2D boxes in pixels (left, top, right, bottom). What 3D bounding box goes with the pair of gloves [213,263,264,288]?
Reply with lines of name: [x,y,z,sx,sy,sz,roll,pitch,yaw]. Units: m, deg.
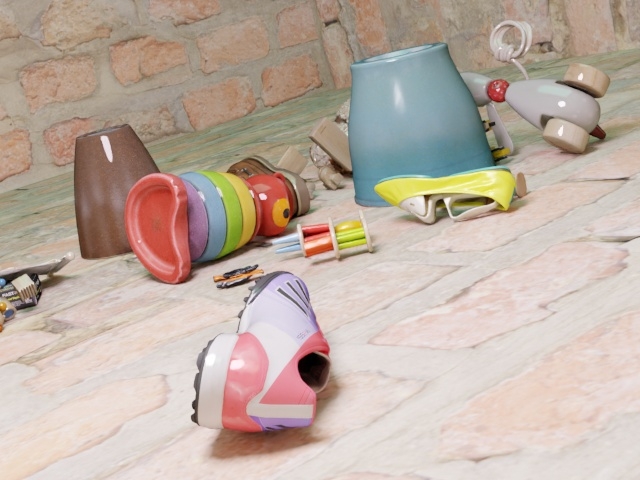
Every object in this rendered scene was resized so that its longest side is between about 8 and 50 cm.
pair of gloves: [-0.125,0.055,1.597,0.074,0.010,0.083,-17,10,-9]

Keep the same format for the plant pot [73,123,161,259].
plant pot: [-0.397,-0.105,2.074,0.215,0.230,0.215,-13,12,3]

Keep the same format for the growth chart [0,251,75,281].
growth chart: [-0.548,0.061,1.840,0.237,0.021,0.172,-11,-7,-41]

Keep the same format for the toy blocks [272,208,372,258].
toy blocks: [0.000,0.000,1.602,0.148,0.054,0.123,-13,12,1]

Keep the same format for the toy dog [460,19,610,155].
toy dog: [0.420,-0.256,2.018,0.220,0.161,0.333,-49,46,7]

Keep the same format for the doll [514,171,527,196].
doll: [0.239,-0.084,1.737,0.189,0.046,0.129,0,18,46]

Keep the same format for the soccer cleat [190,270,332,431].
soccer cleat: [-0.037,0.114,1.086,0.117,0.108,0.318,9,15,8]

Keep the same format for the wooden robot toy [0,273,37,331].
wooden robot toy: [-0.515,0.121,1.650,0.173,0.076,0.079,-23,51,-38]

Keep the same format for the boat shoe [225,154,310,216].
boat shoe: [-0.138,-0.099,2.044,0.104,0.110,0.307,-18,13,-25]

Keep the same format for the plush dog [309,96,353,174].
plush dog: [0.076,-0.234,2.312,0.225,0.210,0.262,-43,17,-9]

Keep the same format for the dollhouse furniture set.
dollhouse furniture set: [-0.028,-0.165,2.148,0.151,0.144,0.123,-56,25,-12]

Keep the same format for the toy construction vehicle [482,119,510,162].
toy construction vehicle: [0.318,-0.188,2.023,0.035,0.085,0.098,-23,3,-36]

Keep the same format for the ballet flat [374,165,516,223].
ballet flat: [0.191,-0.067,1.648,0.231,0.077,0.077,-5,-20,23]

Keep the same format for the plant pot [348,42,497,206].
plant pot: [0.168,-0.221,1.932,0.272,0.255,0.271,-13,13,3]

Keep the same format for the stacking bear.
stacking bear: [-0.166,-0.046,1.778,0.289,0.175,0.164,-12,16,-41]

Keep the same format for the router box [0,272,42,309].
router box: [-0.538,0.096,1.781,0.123,0.038,0.092,-15,11,-6]
